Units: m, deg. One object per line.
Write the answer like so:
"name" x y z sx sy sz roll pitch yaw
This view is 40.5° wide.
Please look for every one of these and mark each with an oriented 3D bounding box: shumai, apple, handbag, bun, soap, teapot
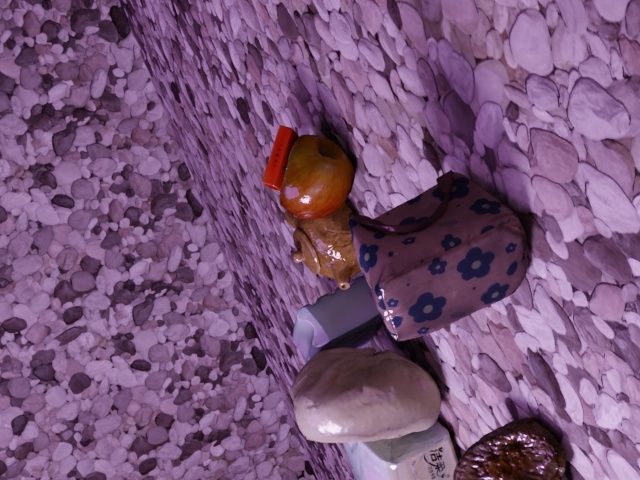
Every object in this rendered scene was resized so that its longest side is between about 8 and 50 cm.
"shumai" 0.385 0.443 1.651 0.185 0.218 0.184 26 -160 -43
"apple" -0.011 -0.131 1.888 0.160 0.195 0.173 34 122 -3
"handbag" 0.181 0.017 1.397 0.190 0.252 0.193 70 174 -46
"bun" 0.093 0.352 2.017 0.361 0.361 0.212 157 109 -74
"soap" 0.038 0.234 2.231 0.115 0.208 0.347 59 163 18
"teapot" 0.000 0.000 2.065 0.311 0.167 0.203 52 161 38

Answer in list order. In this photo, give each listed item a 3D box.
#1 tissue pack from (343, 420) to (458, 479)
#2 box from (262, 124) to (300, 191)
"tissue pack" 0.227 0.617 2.237 0.332 0.205 0.404 33 146 61
"box" -0.073 -0.170 1.981 0.035 0.138 0.245 17 176 10
